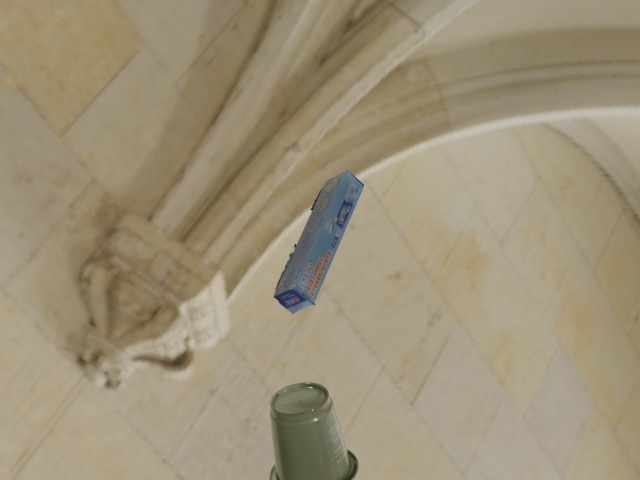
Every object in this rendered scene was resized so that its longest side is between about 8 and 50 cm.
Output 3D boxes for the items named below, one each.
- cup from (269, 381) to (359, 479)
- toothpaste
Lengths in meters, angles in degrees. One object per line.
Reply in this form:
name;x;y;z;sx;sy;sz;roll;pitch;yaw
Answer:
cup;-0.015;0.263;1.419;0.120;0.120;0.141;10;-58;33
toothpaste;0.000;0.000;1.846;0.053;0.272;0.066;42;-40;-23
